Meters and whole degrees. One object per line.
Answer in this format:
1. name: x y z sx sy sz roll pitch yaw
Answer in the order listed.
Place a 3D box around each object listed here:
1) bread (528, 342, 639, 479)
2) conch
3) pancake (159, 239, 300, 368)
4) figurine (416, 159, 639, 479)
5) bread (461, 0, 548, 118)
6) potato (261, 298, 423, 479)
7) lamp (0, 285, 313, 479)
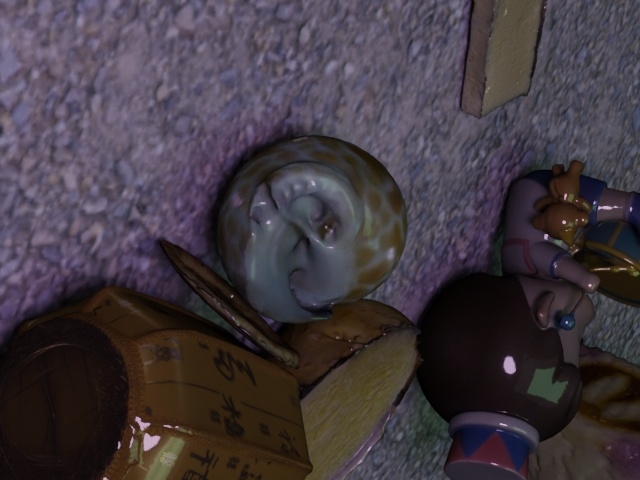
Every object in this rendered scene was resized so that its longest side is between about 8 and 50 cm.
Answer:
1. bread: 0.282 0.278 1.465 0.155 0.187 0.338 -38 142 -38
2. conch: -0.007 -0.010 0.931 0.173 0.106 0.116 -16 110 -49
3. pancake: -0.055 0.039 0.888 0.011 0.115 0.115 -49 147 2
4. figurine: 0.172 0.075 1.185 0.275 0.158 0.161 -55 -173 -13
5. bread: 0.138 -0.166 1.076 0.068 0.028 0.154 -32 138 -37
6. potato: -0.021 0.115 1.027 0.200 0.081 0.164 -44 152 -20
7. lamp: -0.099 0.116 0.850 0.185 0.161 0.161 25 93 -57
